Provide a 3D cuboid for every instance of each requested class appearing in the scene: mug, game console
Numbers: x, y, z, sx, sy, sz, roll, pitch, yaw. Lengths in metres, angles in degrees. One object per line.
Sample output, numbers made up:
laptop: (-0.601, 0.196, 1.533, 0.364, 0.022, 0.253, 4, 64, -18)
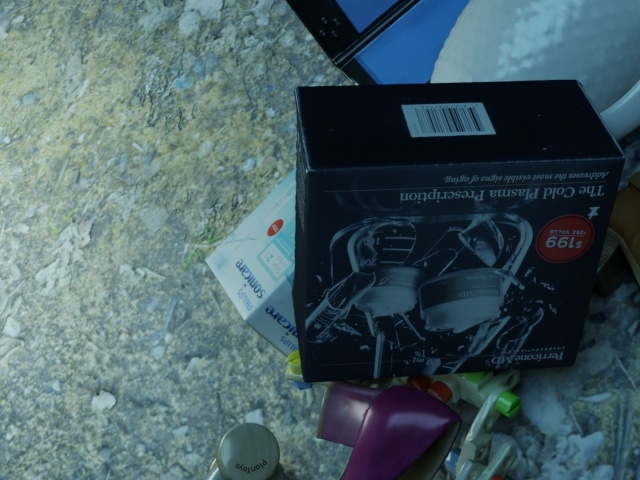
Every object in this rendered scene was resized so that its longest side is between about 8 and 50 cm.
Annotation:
mug: (0.333, -0.240, 1.337, 0.328, 0.276, 0.374, -48, 29, 1)
game console: (0.132, -0.388, 1.606, 0.293, 0.250, 0.173, -40, 28, 2)

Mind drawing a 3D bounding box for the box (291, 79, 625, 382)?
box: (0.142, -0.009, 1.185, 0.343, 0.312, 0.179, -3, 39, -5)

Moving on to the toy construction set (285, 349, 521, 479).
toy construction set: (0.134, 0.197, 1.307, 0.327, 0.151, 0.215, 37, 59, 27)

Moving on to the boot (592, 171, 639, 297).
boot: (0.479, 0.015, 1.277, 0.220, 0.109, 0.283, -48, 47, -8)

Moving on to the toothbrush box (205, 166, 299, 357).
toothbrush box: (0.000, 0.000, 1.440, 0.295, 0.126, 0.216, -46, 31, 3)

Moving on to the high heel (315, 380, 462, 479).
high heel: (0.070, 0.360, 1.198, 0.181, 0.127, 0.377, 8, 100, 41)

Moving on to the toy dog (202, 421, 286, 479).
toy dog: (-0.116, 0.410, 1.317, 0.161, 0.220, 0.334, 26, 85, 1)
